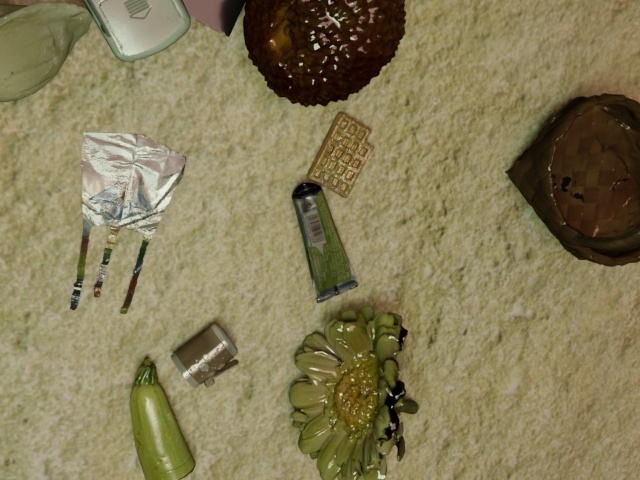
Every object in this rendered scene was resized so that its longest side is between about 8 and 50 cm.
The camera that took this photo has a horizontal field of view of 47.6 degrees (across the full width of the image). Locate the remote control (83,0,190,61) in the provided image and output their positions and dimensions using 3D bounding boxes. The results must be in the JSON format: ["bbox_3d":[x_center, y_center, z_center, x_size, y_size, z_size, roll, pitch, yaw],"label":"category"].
[{"bbox_3d":[-0.316,-0.425,1.103,0.140,0.056,0.296,-31,111,-7],"label":"remote control"}]

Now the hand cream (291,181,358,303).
[{"bbox_3d":[0.000,0.000,1.311,0.087,0.055,0.235,-22,115,-9],"label":"hand cream"}]

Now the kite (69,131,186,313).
[{"bbox_3d":[-0.327,-0.025,1.214,0.170,0.015,0.309,7,99,-20],"label":"kite"}]

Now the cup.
[{"bbox_3d":[-0.193,0.211,1.276,0.099,0.074,0.102,-38,110,-7],"label":"cup"}]

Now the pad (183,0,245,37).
[{"bbox_3d":[-0.176,-0.548,1.154,0.248,0.007,0.367,24,94,-21],"label":"pad"}]

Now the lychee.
[{"bbox_3d":[0.016,-0.348,1.135,0.268,0.267,0.267,-4,103,-17],"label":"lychee"}]

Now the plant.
[{"bbox_3d":[0.096,0.301,1.290,0.297,0.261,0.306,38,100,-21],"label":"plant"}]

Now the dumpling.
[{"bbox_3d":[-0.444,-0.280,1.032,0.252,0.179,0.131,-22,88,-13],"label":"dumpling"}]

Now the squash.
[{"bbox_3d":[-0.285,0.311,1.270,0.094,0.094,0.224,-14,100,-14],"label":"squash"}]

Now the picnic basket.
[{"bbox_3d":[0.560,-0.099,1.321,0.293,0.337,0.337,-47,111,-3],"label":"picnic basket"}]

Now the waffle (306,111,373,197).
[{"bbox_3d":[0.042,-0.152,1.301,0.092,0.021,0.135,27,94,-19],"label":"waffle"}]
